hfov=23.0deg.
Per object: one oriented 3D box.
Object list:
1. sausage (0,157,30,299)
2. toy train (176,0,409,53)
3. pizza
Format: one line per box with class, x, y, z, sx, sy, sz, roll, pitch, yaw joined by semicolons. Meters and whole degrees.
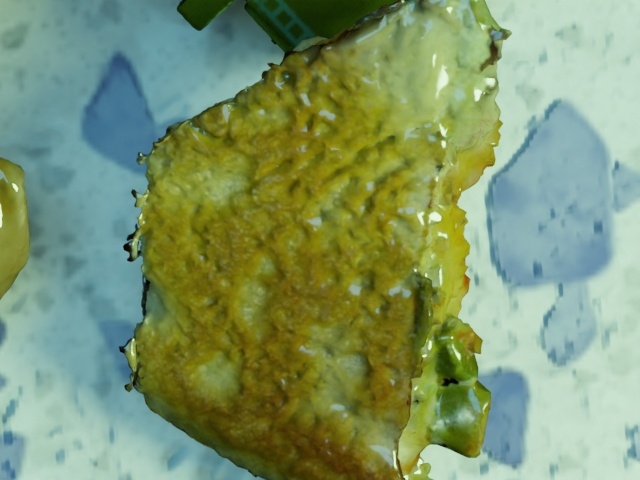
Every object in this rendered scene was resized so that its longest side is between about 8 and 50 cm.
sausage;-0.354;-0.064;0.616;0.501;0.123;0.136;22;114;0
toy train;0.029;-0.157;0.610;0.225;0.090;0.137;-39;103;24
pizza;0.000;0.000;0.620;0.147;0.069;0.226;8;110;15
